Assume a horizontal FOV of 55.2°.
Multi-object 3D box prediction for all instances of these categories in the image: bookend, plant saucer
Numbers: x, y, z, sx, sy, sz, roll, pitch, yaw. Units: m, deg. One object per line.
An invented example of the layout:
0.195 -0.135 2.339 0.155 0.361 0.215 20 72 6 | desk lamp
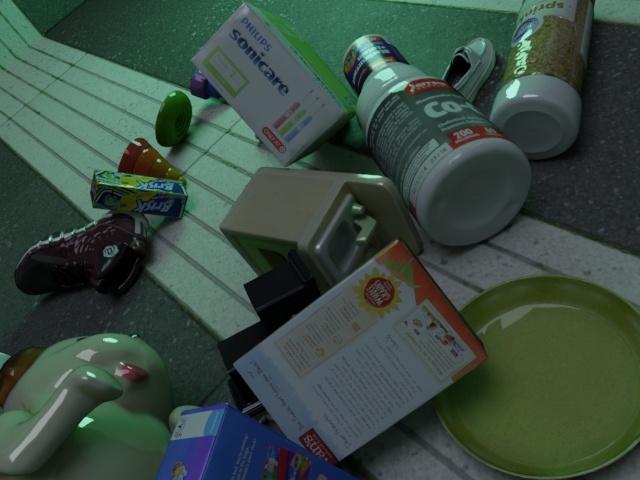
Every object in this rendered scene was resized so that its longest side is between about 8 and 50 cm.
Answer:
-0.065 0.119 0.770 0.156 0.157 0.072 -26 35 -9 | bookend
0.240 0.145 0.668 0.240 0.037 0.241 -17 45 18 | plant saucer

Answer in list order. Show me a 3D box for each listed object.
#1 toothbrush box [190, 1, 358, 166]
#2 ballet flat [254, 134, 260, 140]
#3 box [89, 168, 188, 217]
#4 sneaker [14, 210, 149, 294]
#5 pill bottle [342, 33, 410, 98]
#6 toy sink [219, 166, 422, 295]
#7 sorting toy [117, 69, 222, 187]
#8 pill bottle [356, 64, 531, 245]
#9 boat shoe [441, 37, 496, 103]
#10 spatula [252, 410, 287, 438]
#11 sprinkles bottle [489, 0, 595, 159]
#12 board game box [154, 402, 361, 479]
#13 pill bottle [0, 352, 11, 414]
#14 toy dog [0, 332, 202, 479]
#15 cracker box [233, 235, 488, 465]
-0.053 -0.246 0.983 0.122 0.206 0.283 -41 5 15 | toothbrush box
-0.048 -0.243 1.183 0.206 0.067 0.073 -9 47 25 | ballet flat
-0.341 -0.087 1.154 0.059 0.168 0.054 56 132 48 | box
-0.443 0.055 1.131 0.281 0.106 0.163 -30 45 4 | sneaker
0.113 -0.279 1.084 0.108 0.108 0.194 -28 42 6 | pill bottle
0.000 0.000 0.867 0.234 0.153 0.131 10 58 36 | toy sink
-0.284 -0.228 1.317 0.126 0.127 0.366 21 58 10 | sorting toy
0.161 -0.137 0.883 0.161 0.161 0.283 -30 42 4 | pill bottle
0.246 -0.295 1.050 0.066 0.063 0.184 14 60 40 | boat shoe
-0.048 0.268 0.752 0.168 0.019 0.242 11 59 32 | spatula
0.349 -0.288 0.937 0.121 0.121 0.356 0 51 32 | sprinkles bottle
-0.070 0.351 0.517 0.078 0.233 0.347 -22 39 42 | board game box
-0.556 0.288 0.972 0.119 0.119 0.209 -14 45 21 | pill bottle
-0.272 0.296 0.717 0.395 0.284 0.408 -53 31 38 | toy dog
0.043 0.126 0.679 0.232 0.156 0.067 -37 -2 9 | cracker box
